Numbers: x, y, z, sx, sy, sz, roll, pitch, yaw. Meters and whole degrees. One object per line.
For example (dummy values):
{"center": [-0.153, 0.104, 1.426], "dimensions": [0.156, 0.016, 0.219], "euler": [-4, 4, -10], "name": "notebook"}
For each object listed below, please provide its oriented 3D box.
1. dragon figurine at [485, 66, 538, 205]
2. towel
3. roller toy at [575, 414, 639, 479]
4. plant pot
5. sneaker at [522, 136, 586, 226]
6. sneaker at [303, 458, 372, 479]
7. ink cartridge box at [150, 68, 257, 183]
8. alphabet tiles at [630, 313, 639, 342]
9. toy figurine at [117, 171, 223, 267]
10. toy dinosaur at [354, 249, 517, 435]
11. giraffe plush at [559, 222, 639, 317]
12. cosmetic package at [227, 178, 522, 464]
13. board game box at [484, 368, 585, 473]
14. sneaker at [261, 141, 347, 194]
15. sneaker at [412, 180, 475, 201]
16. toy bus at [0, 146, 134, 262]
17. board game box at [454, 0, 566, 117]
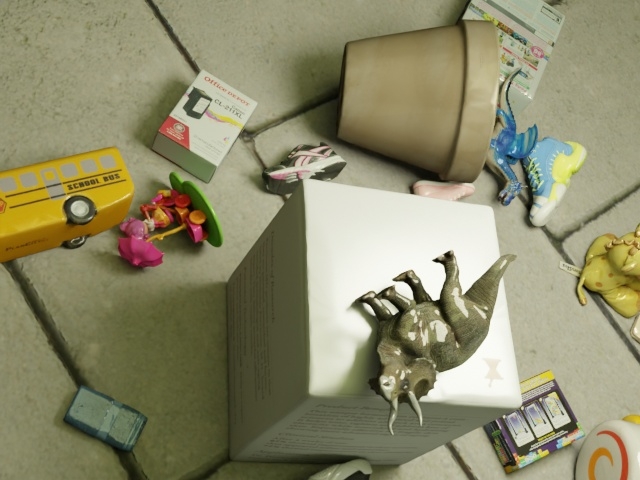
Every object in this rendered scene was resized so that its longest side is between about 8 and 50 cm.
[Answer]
{"center": [0.405, -0.214, 1.908], "dimensions": [0.144, 0.085, 0.289], "euler": [26, 73, -5], "name": "dragon figurine"}
{"center": [-0.336, 0.279, 1.402], "dimensions": [0.119, 0.029, 0.067], "euler": [29, 57, -8], "name": "towel"}
{"center": [0.567, 0.428, 1.617], "dimensions": [0.146, 0.209, 0.191], "euler": [15, 99, -15], "name": "roller toy"}
{"center": [0.179, -0.282, 1.763], "dimensions": [0.281, 0.323, 0.323], "euler": [5, 62, -3], "name": "plant pot"}
{"center": [0.475, -0.135, 1.935], "dimensions": [0.126, 0.091, 0.240], "euler": [29, 56, 14], "name": "sneaker"}
{"center": [-0.014, 0.458, 1.411], "dimensions": [0.269, 0.101, 0.153], "euler": [-22, 76, -24], "name": "sneaker"}
{"center": [-0.216, -0.215, 1.675], "dimensions": [0.127, 0.072, 0.175], "euler": [31, 58, -6], "name": "ink cartridge box"}
{"center": [0.793, 0.231, 1.910], "dimensions": [0.284, 0.021, 0.278], "euler": [37, 56, -3], "name": "alphabet tiles"}
{"center": [-0.280, -0.025, 1.543], "dimensions": [0.159, 0.130, 0.173], "euler": [-29, 57, -22], "name": "toy figurine"}
{"center": [0.148, 0.115, 1.189], "dimensions": [0.314, 0.121, 0.160], "euler": [-28, 91, -35], "name": "toy dinosaur"}
{"center": [0.629, 0.043, 1.845], "dimensions": [0.210, 0.170, 0.181], "euler": [8, 63, -19], "name": "giraffe plush"}
{"center": [0.059, 0.152, 1.416], "dimensions": [0.330, 0.393, 0.327], "euler": [8, 63, -20], "name": "cosmetic package"}
{"center": [0.388, 0.335, 1.671], "dimensions": [0.170, 0.048, 0.141], "euler": [-16, 70, -28], "name": "board game box"}
{"center": [-0.042, -0.144, 1.726], "dimensions": [0.178, 0.072, 0.077], "euler": [-15, 59, -37], "name": "sneaker"}
{"center": [0.254, -0.082, 1.822], "dimensions": [0.134, 0.051, 0.070], "euler": [1, 66, -19], "name": "sneaker"}
{"center": [-0.474, -0.047, 1.459], "dimensions": [0.333, 0.108, 0.130], "euler": [-18, 73, -29], "name": "toy bus"}
{"center": [0.412, -0.452, 2.047], "dimensions": [0.224, 0.097, 0.303], "euler": [32, 56, -5], "name": "board game box"}
